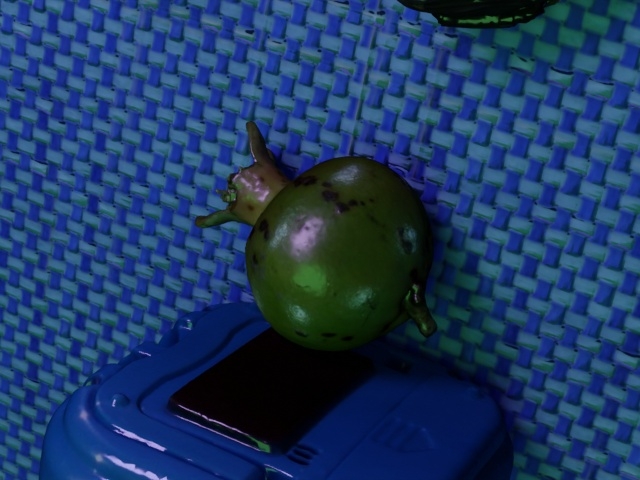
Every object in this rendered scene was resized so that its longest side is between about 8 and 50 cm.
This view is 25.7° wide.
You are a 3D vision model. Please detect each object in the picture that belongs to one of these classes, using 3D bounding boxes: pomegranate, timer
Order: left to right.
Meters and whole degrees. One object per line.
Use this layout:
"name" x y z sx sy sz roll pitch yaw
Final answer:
"timer" -0.025 0.161 1.064 0.309 0.340 0.115 19 113 20
"pomegranate" -0.003 0.001 1.117 0.220 0.156 0.156 29 125 49

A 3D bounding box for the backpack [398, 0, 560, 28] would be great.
"backpack" 0.105 -0.266 0.963 0.206 0.133 0.258 0 115 19
